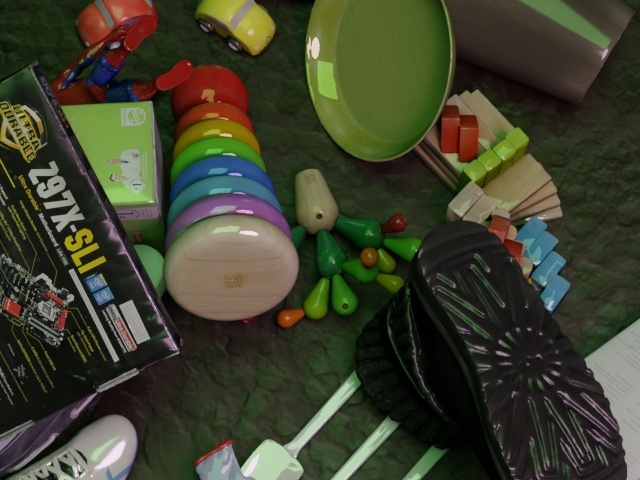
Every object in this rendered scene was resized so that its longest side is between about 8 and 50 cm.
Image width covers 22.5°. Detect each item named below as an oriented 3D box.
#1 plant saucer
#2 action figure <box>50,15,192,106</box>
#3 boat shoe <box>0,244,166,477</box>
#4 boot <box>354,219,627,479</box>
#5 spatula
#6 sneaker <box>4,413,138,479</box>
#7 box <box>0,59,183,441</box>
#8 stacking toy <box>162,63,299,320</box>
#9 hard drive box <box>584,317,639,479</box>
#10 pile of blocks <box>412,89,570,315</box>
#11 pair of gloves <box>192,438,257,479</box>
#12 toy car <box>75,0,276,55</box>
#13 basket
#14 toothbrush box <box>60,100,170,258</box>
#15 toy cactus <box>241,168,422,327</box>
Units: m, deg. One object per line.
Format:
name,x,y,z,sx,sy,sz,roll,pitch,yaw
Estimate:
plant saucer,0.074,-0.209,1.809,0.037,0.241,0.241,-4,66,-41
action figure,-0.208,-0.191,1.775,0.139,0.280,0.091,-44,103,-30
boat shoe,-0.268,0.134,1.727,0.301,0.102,0.108,-48,52,-10
boot,0.164,0.174,1.621,0.131,0.260,0.348,-12,64,-22
spatula,0.033,0.238,1.735,0.168,0.019,0.242,40,75,13
sneaker,-0.289,0.268,1.689,0.237,0.086,0.085,-39,73,-14
box,-0.322,0.023,1.592,0.257,0.079,0.322,-27,98,0
stacking toy,-0.107,-0.074,1.751,0.141,0.141,0.330,-6,45,-2
hard drive box,0.352,0.182,1.675,0.232,0.089,0.181,-33,38,-11
pile of blocks,0.209,-0.018,1.777,0.149,0.112,0.362,-14,72,-5
pair of gloves,-0.131,0.314,1.698,0.198,0.023,0.159,-29,79,-1
toy car,-0.170,-0.331,1.918,0.239,0.053,0.225,2,71,0
basket,0.234,-0.268,1.848,0.227,0.154,0.204,31,96,5
toothbrush box,-0.310,-0.051,1.737,0.283,0.206,0.122,-5,71,-1
toy cactus,0.000,0.000,1.786,0.219,0.112,0.180,-17,61,4
